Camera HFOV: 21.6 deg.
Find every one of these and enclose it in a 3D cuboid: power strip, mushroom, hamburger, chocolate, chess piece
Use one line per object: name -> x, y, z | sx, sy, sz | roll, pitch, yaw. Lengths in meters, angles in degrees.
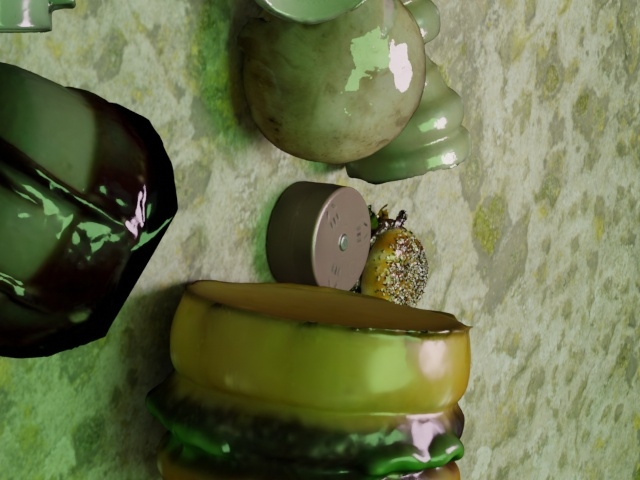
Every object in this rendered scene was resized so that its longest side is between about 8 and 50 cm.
power strip -> 0.000, 0.000, 2.232 | 0.154, 0.078, 0.154 | -21, 115, -55
mushroom -> 0.013, -0.218, 2.097 | 0.184, 0.254, 0.255 | -114, -167, -62
hamburger -> 0.089, 0.041, 2.369 | 0.164, 0.093, 0.190 | -49, 134, -40
chocolate -> -0.302, -0.041, 1.570 | 0.186, 0.283, 0.284 | 32, 70, -54
chess piece -> 0.095, -0.258, 2.255 | 0.182, 0.182, 0.330 | -33, 119, -50
hamburger -> -0.008, 0.209, 1.990 | 0.395, 0.395, 0.278 | -2, 100, -58

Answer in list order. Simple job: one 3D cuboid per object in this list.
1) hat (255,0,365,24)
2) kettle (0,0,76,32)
hat -> -0.021, -0.402, 2.008 | 0.258, 0.168, 0.301 | 32, 69, -36
kettle -> -0.311, -0.342, 1.482 | 0.205, 0.265, 0.318 | -12, 106, -65
